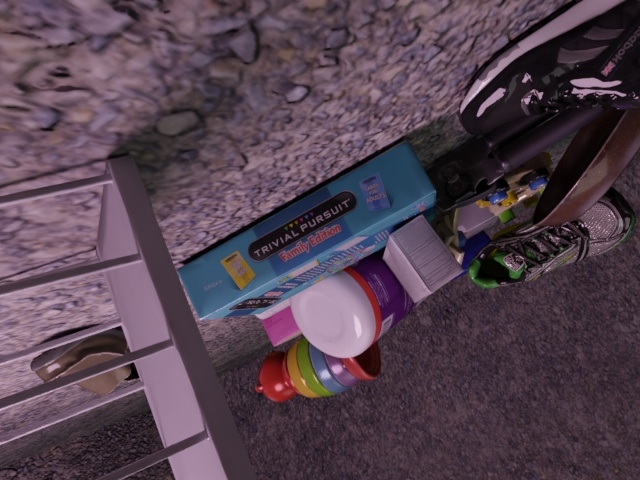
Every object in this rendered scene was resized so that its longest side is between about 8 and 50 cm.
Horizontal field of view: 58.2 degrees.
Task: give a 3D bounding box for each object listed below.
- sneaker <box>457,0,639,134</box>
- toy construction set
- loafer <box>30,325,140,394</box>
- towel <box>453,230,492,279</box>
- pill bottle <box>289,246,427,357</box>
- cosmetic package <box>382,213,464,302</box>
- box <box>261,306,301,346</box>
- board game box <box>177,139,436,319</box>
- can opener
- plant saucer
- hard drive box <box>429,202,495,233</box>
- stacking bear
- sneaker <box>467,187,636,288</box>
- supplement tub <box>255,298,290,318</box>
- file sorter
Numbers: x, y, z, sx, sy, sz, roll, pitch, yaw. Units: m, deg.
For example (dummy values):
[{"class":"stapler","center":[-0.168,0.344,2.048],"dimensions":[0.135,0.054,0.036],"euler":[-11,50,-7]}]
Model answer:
[{"class":"sneaker","center":[0.276,-0.171,0.582],"dimensions":[0.283,0.124,0.107],"euler":[-34,167,32]},{"class":"toy construction set","center":[0.303,-0.081,1.056],"dimensions":[0.328,0.151,0.215],"euler":[-34,174,-30]},{"class":"loafer","center":[-0.330,0.186,0.876],"dimensions":[0.095,0.087,0.251],"euler":[-29,169,9]},{"class":"towel","center":[0.306,0.056,1.553],"dimensions":[0.309,0.076,0.227],"euler":[-29,-151,9]},{"class":"pill bottle","center":[0.104,0.074,1.101],"dimensions":[0.323,0.181,0.181],"euler":[-30,174,-43]},{"class":"cosmetic package","center":[0.150,0.035,0.882],"dimensions":[0.061,0.098,0.239],"euler":[-33,171,-2]},{"class":"box","center":[0.010,0.125,1.340],"dimensions":[0.243,0.117,0.214],"euler":[-14,163,-48]},{"class":"board game box","center":[0.000,0.000,0.832],"dimensions":[0.336,0.079,0.254],"euler":[-29,170,7]},{"class":"can opener","center":[0.287,-0.138,0.879],"dimensions":[0.284,0.075,0.095],"euler":[-32,160,18]},{"class":"plant saucer","center":[0.412,-0.145,0.835],"dimensions":[0.310,0.050,0.310],"euler":[-56,171,-13]},{"class":"hard drive box","center":[0.325,-0.046,1.384],"dimensions":[0.181,0.089,0.232],"euler":[-30,169,9]},{"class":"stacking bear","center":[-0.021,0.290,1.346],"dimensions":[0.289,0.164,0.175],"euler":[-26,171,24]},{"class":"sneaker","center":[0.417,0.014,1.064],"dimensions":[0.146,0.134,0.343],"euler":[-32,174,-37]},{"class":"supplement tub","center":[-0.083,0.100,1.121],"dimensions":[0.107,0.070,0.071],"euler":[-30,169,19]},{"class":"file sorter","center":[-0.185,0.116,0.424],"dimensions":[0.173,0.277,0.193],"euler":[-17,165,-29]}]
